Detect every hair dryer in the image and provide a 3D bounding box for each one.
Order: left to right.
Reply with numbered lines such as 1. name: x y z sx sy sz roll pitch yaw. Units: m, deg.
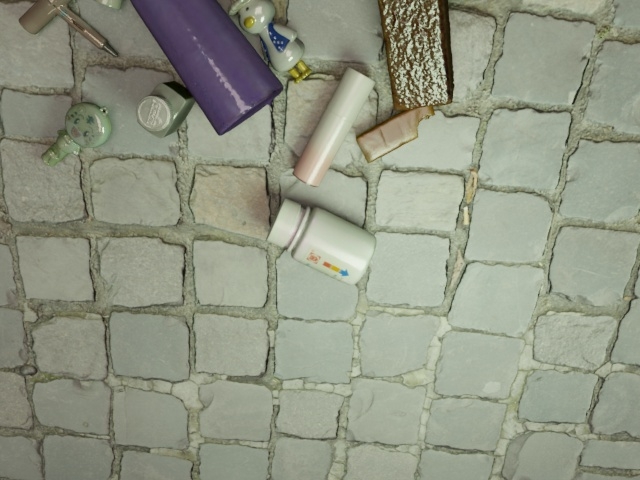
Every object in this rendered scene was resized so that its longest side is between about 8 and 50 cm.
1. hair dryer: -0.651 -0.556 1.362 0.195 0.053 0.220 -33 112 13

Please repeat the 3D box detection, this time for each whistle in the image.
1. whistle: -0.685 -0.296 1.441 0.258 0.067 0.126 -33 99 17

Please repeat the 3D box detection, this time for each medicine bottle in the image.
1. medicine bottle: -0.411 -0.344 1.350 0.088 0.188 0.132 36 106 -11
2. medicine bottle: 0.000 0.000 1.473 0.293 0.170 0.170 25 108 -8

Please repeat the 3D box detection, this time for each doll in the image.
1. doll: -0.132 -0.538 1.314 0.138 0.119 0.293 -14 118 53

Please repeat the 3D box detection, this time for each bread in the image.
1. bread: 0.213 -0.306 1.424 0.226 0.049 0.088 -26 107 9
2. bread: 0.228 -0.526 1.238 0.165 0.113 0.416 -3 131 17

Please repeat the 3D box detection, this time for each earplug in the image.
1. earplug: -0.305 -0.506 1.287 0.215 0.215 0.456 -34 102 12

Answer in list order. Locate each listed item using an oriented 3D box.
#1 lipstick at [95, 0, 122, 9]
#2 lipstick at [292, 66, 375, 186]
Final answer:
1. lipstick: -0.507 -0.720 1.281 0.070 0.070 0.254 20 108 -6
2. lipstick: 0.034 -0.308 1.407 0.087 0.087 0.327 28 108 -8
